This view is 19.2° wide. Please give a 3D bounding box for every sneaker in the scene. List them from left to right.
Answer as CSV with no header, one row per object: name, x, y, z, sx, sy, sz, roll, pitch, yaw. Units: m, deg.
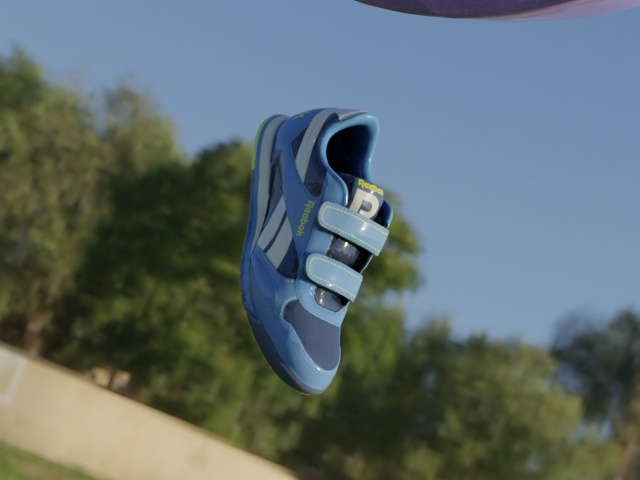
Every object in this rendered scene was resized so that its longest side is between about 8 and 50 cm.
sneaker,0.000,0.000,0.881,0.059,0.144,0.053,-14,-26,31

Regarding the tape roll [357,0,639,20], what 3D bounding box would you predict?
tape roll,0.065,-0.214,0.660,0.274,0.275,0.090,18,10,19
